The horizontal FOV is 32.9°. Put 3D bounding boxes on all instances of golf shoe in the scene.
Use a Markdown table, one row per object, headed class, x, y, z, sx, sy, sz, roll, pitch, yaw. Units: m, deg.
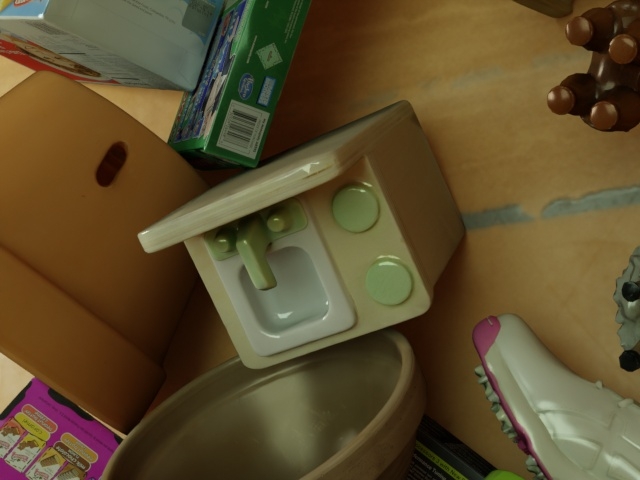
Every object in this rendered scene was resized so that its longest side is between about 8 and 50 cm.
| class | x | y | z | sx | sy | sz | roll | pitch | yaw |
| --- | --- | --- | --- | --- | --- | --- | --- | --- | --- |
| golf shoe | 0.226 | 0.159 | 0.737 | 0.140 | 0.115 | 0.306 | -38 | 73 | 5 |

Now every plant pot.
| class | x | y | z | sx | sy | sz | roll | pitch | yaw |
| --- | --- | --- | --- | --- | --- | --- | --- | --- | --- |
| plant pot | -0.218 | -0.004 | 0.903 | 0.291 | 0.291 | 0.203 | 28 | 76 | 28 |
| plant pot | -0.024 | 0.163 | 0.753 | 0.237 | 0.237 | 0.109 | -19 | 109 | 22 |

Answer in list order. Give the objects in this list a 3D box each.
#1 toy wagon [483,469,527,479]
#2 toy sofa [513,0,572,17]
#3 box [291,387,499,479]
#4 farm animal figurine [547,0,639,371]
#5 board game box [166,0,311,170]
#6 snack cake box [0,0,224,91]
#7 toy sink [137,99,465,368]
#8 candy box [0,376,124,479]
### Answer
| class | x | y | z | sx | sy | sz | roll | pitch | yaw |
| --- | --- | --- | --- | --- | --- | --- | --- | --- | --- |
| toy wagon | 0.100 | 0.324 | 0.665 | 0.267 | 0.344 | 0.068 | -41 | 15 | -26 |
| toy sofa | 0.281 | -0.293 | 0.737 | 0.363 | 0.150 | 0.177 | -12 | 87 | 30 |
| box | 0.022 | 0.227 | 0.842 | 0.270 | 0.060 | 0.216 | 34 | 95 | 28 |
| farm animal figurine | 0.333 | -0.073 | 0.685 | 0.330 | 0.172 | 0.326 | -7 | 98 | 38 |
| board game box | -0.047 | -0.215 | 0.903 | 0.046 | 0.213 | 0.317 | 19 | 88 | -15 |
| snack cake box | -0.228 | -0.205 | 0.962 | 0.264 | 0.152 | 0.089 | 13 | 84 | 48 |
| toy sink | 0.000 | 0.000 | 0.790 | 0.153 | 0.234 | 0.131 | -22 | 98 | 20 |
| candy box | -0.234 | 0.244 | 0.831 | 0.159 | 0.071 | 0.233 | 31 | 66 | 22 |
